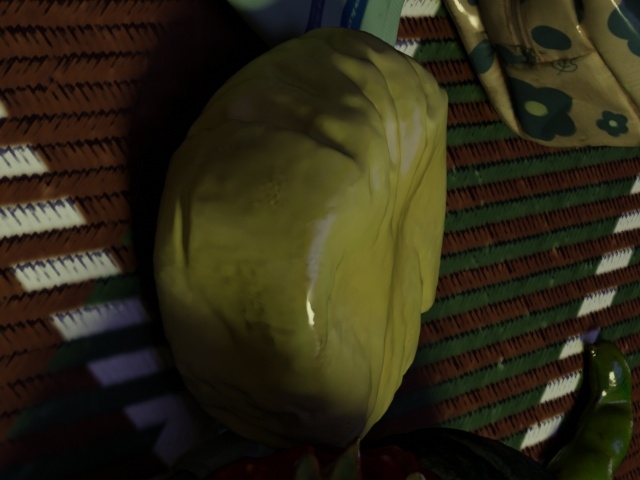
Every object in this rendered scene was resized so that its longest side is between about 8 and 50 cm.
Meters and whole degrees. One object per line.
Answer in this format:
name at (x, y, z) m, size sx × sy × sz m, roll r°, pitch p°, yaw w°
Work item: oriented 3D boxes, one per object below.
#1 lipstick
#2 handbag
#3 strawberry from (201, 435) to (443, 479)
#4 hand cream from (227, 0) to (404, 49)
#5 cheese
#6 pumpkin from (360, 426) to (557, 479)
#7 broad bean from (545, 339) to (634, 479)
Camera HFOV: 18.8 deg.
lipstick at (-0.077, 0.138, 1.077) m, size 0.107 × 0.025 × 0.025 m, roll -28°, pitch 119°, yaw -46°
handbag at (0.195, -0.211, 1.297) m, size 0.193 × 0.190 × 0.252 m, roll 47°, pitch 61°, yaw -37°
strawberry at (-0.029, 0.210, 1.025) m, size 0.253 × 0.150 × 0.280 m, roll -41°, pitch 158°, yaw -16°
hand cream at (-0.025, -0.162, 1.095) m, size 0.320 × 0.067 × 0.109 m, roll 40°, pitch 61°, yaw -60°
cheese at (0.000, 0.000, 1.091) m, size 0.214 × 0.117 × 0.226 m, roll -54°, pitch 147°, yaw -41°
pumpkin at (0.072, 0.224, 1.197) m, size 0.220 × 0.161 × 0.221 m, roll -8°, pitch 102°, yaw -45°
broad bean at (0.201, 0.177, 1.486) m, size 0.070 × 0.048 × 0.214 m, roll 42°, pitch 55°, yaw -39°
